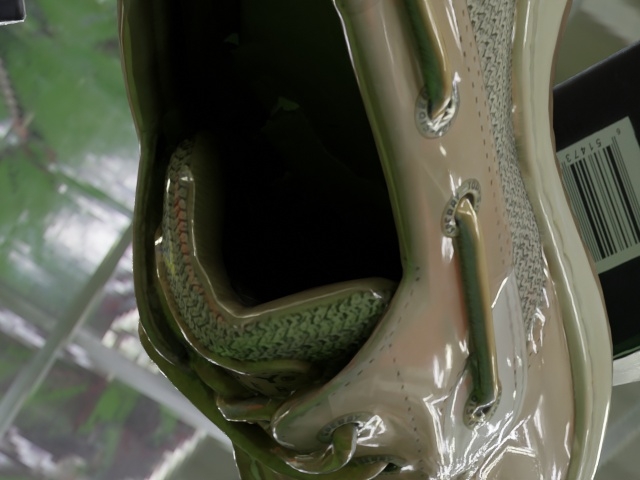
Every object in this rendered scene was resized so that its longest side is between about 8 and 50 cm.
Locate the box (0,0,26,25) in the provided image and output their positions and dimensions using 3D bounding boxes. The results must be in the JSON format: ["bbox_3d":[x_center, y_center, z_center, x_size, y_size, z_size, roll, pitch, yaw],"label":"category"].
[{"bbox_3d":[-0.137,-0.129,0.461,0.029,0.116,0.162,4,-78,62],"label":"box"}]

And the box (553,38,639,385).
[{"bbox_3d":[0.327,-0.026,1.516,0.293,0.395,0.212,-29,-106,43],"label":"box"}]

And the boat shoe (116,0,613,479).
[{"bbox_3d":[0.000,0.000,0.420,0.109,0.098,0.302,26,-43,28],"label":"boat shoe"}]
